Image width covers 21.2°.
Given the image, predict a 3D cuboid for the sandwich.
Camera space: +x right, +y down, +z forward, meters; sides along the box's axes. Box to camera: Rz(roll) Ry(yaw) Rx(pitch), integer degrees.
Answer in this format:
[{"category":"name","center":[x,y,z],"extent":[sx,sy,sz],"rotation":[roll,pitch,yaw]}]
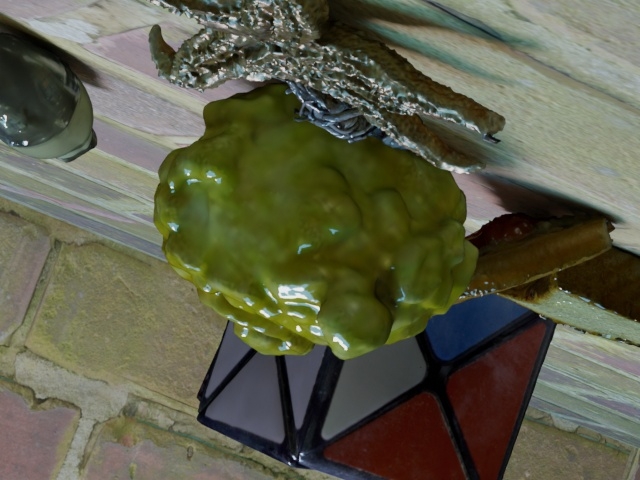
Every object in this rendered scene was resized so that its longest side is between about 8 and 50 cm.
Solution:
[{"category":"sandwich","center":[0.286,0.054,1.721],"extent":[0.186,0.065,0.215],"rotation":[20,173,-6]}]

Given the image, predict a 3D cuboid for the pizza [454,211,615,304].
[{"category":"pizza","center":[0.171,0.003,1.565],"extent":[0.188,0.062,0.199],"rotation":[-17,-175,5]}]

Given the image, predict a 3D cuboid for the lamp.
[{"category":"lamp","center":[-0.282,-0.139,1.663],"extent":[0.101,0.101,0.250],"rotation":[17,165,20]}]

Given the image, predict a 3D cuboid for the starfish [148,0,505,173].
[{"category":"starfish","center":[-0.011,-0.130,1.110],"extent":[0.302,0.060,0.299],"rotation":[25,165,-5]}]

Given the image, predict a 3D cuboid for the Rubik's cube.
[{"category":"Rubik's cube","center":[0.066,0.152,2.099],"extent":[0.305,0.307,0.310],"rotation":[21,175,-28]}]

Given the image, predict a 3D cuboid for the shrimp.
[{"category":"shrimp","center":[0.016,-0.104,1.269],"extent":[0.065,0.056,0.165],"rotation":[34,-167,36]}]

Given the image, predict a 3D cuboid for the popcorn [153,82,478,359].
[{"category":"popcorn","center":[0.000,0.000,1.435],"extent":[0.250,0.235,0.242],"rotation":[37,-155,22]}]
